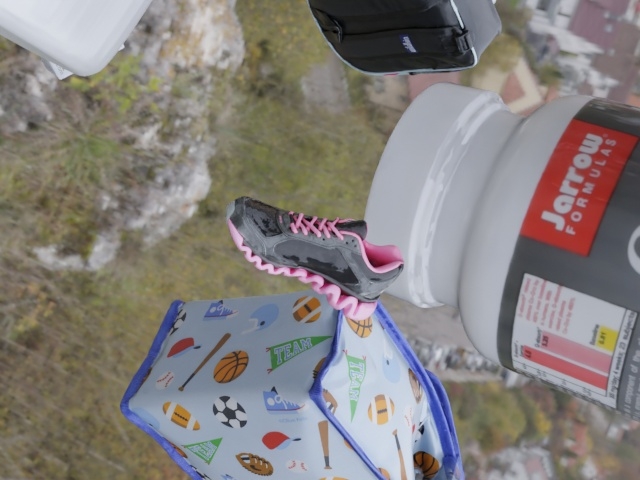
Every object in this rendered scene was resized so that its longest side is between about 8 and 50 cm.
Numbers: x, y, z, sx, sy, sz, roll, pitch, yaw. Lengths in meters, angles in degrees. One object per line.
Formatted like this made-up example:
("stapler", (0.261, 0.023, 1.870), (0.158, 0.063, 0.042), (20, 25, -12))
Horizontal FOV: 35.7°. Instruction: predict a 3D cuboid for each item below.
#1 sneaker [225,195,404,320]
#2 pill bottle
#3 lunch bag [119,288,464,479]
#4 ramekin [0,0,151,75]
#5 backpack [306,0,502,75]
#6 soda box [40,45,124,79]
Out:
("sneaker", (0.000, 0.000, 0.591), (0.057, 0.119, 0.047), (-43, -147, 31))
("pill bottle", (0.226, 0.017, 0.696), (0.210, 0.363, 0.210), (-44, 145, -43))
("lunch bag", (-0.014, 0.248, 1.362), (0.385, 0.328, 0.238), (55, 43, -33))
("ramekin", (-0.221, -0.219, 0.625), (0.135, 0.277, 0.277), (-60, 157, 0))
("backpack", (0.114, -0.353, 1.421), (0.225, 0.254, 0.191), (58, 46, -33))
("soda box", (-0.268, -0.265, 0.927), (0.074, 0.069, 0.216), (-30, 117, -14))
